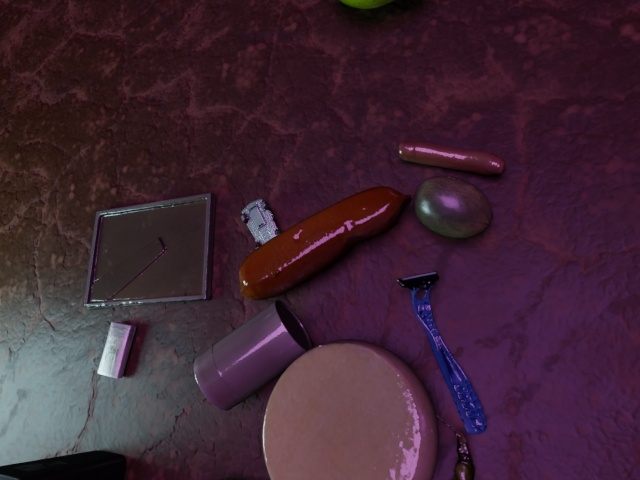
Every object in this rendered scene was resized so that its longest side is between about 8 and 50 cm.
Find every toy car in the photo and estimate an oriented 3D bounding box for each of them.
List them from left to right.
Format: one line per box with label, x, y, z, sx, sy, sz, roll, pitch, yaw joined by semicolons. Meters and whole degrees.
toy car;-0.109;-0.024;0.853;0.059;0.035;0.122;-31;77;9

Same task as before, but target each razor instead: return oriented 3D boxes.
razor;0.196;0.173;0.687;0.081;0.042;0.253;-10;68;-27

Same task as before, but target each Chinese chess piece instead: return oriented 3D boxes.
Chinese chess piece;0.040;0.284;0.653;0.273;0.102;0.274;-11;61;21

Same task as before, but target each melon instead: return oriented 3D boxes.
melon;0.214;-0.055;0.711;0.130;0.098;0.098;21;83;22

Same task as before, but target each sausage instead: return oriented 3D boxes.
sausage;0.000;0.000;0.773;0.348;0.097;0.094;-32;75;8
sausage;0.227;-0.145;0.760;0.186;0.043;0.043;16;81;24

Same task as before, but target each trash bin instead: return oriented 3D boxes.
trash bin;-0.455;0.460;0.738;0.114;0.225;0.166;-2;75;19

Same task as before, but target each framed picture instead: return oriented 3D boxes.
framed picture;-0.371;0.026;0.941;0.314;0.024;0.232;-6;73;17

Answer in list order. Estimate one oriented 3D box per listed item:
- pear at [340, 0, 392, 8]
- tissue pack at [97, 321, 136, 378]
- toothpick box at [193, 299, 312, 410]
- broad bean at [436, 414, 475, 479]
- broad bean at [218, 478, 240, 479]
pear;0.104;-0.552;0.843;0.219;0.187;0.188;15;81;29
tissue pack;-0.422;0.226;0.901;0.056;0.023;0.108;5;78;21
toothpick box;-0.117;0.198;0.753;0.180;0.111;0.111;-37;67;6
broad bean;0.131;0.421;0.634;0.098;0.056;0.318;28;82;26
broad bean;-0.106;0.437;0.706;0.324;0.067;0.075;-6;82;20
